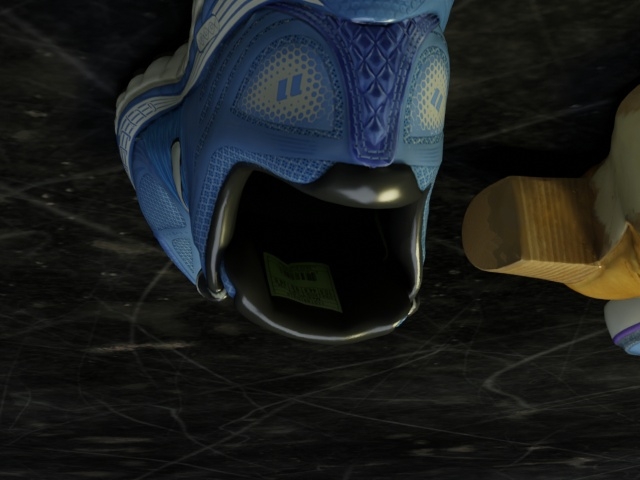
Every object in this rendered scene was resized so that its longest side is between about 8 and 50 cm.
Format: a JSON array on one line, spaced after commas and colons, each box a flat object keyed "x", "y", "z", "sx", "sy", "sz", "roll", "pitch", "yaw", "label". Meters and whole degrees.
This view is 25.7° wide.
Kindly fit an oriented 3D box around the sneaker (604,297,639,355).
[{"x": 0.389, "y": 0.140, "z": 1.066, "sx": 0.322, "sy": 0.236, "sz": 0.130, "roll": -4, "pitch": 164, "yaw": 5, "label": "sneaker"}]

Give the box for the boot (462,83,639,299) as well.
[{"x": 0.240, "y": -0.024, "z": 0.763, "sx": 0.211, "sy": 0.104, "sz": 0.295, "roll": 2, "pitch": 169, "yaw": -31, "label": "boot"}]

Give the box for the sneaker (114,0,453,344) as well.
[{"x": -0.026, "y": -0.019, "z": 0.638, "sx": 0.129, "sy": 0.147, "sz": 0.330, "roll": 2, "pitch": 164, "yaw": -11, "label": "sneaker"}]
